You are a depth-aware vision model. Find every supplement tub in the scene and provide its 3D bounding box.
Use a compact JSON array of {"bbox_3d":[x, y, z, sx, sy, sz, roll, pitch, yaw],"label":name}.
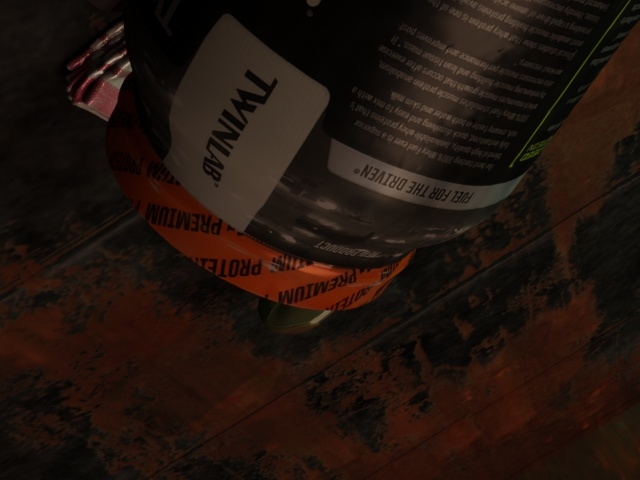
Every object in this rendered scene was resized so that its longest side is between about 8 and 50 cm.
[{"bbox_3d":[0.047,-0.143,0.624,0.207,0.207,0.338,-4,135,-48],"label":"supplement tub"}]

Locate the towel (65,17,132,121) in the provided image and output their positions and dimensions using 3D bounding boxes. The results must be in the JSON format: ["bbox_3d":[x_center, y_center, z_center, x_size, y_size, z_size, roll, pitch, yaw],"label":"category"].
[{"bbox_3d":[-0.042,-0.121,0.837,0.197,0.029,0.144,-35,158,8],"label":"towel"}]

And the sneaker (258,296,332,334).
[{"bbox_3d":[0.000,0.000,1.101,0.192,0.064,0.086,-43,147,25],"label":"sneaker"}]

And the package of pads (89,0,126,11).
[{"bbox_3d":[-0.083,-0.153,0.717,0.050,0.032,0.083,-5,146,-42],"label":"package of pads"}]
